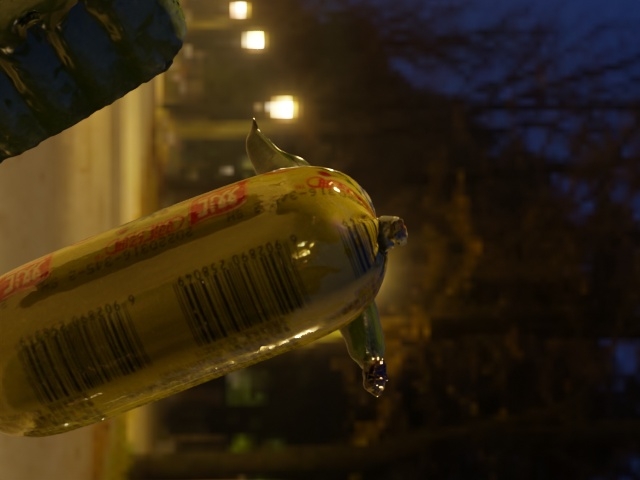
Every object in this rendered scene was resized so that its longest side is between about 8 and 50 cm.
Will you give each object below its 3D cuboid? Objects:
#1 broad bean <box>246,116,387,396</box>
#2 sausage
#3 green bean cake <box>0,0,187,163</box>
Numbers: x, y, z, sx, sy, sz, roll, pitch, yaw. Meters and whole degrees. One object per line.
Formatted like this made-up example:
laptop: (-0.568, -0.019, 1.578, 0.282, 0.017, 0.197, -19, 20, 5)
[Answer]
broad bean: (0.000, -0.001, 1.519, 0.297, 0.043, 0.060, 62, -35, 40)
sausage: (-0.106, 0.043, 1.296, 0.123, 0.347, 0.123, -20, 90, -85)
green bean cake: (-0.206, -0.167, 1.256, 0.200, 0.214, 0.113, 68, 6, 35)
